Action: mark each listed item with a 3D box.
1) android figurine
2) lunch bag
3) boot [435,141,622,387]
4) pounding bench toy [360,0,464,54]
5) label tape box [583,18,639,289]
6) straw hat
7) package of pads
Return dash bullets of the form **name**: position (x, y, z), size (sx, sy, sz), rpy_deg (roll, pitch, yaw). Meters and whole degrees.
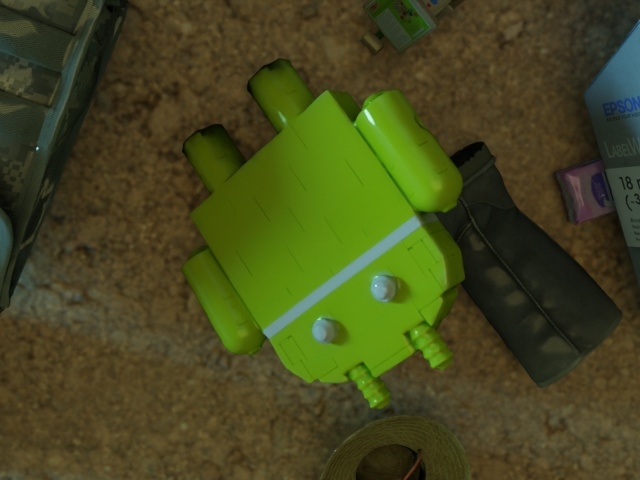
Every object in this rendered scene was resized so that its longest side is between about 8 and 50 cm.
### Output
- **android figurine**: position (0.000, 0.000, 0.608), size (0.248, 0.056, 0.272), rpy_deg (-36, 78, 25)
- **lunch bag**: position (-0.308, -0.098, 0.571), size (0.235, 0.169, 0.286), rpy_deg (21, 98, -12)
- **boot**: position (0.137, 0.043, 0.672), size (0.190, 0.076, 0.208), rpy_deg (-35, 104, 2)
- **pounding bench toy**: position (0.075, -0.198, 0.649), size (0.052, 0.083, 0.065), rpy_deg (49, 59, -9)
- **label tape box**: position (0.359, -0.110, 0.630), size (0.241, 0.106, 0.333), rpy_deg (-20, 97, -13)
- **straw hat**: position (0.058, 0.201, 0.680), size (0.145, 0.061, 0.144), rpy_deg (-5, 111, -13)
- **package of pads**: position (0.255, -0.050, 0.683), size (0.083, 0.032, 0.050), rpy_deg (-19, 99, -2)
